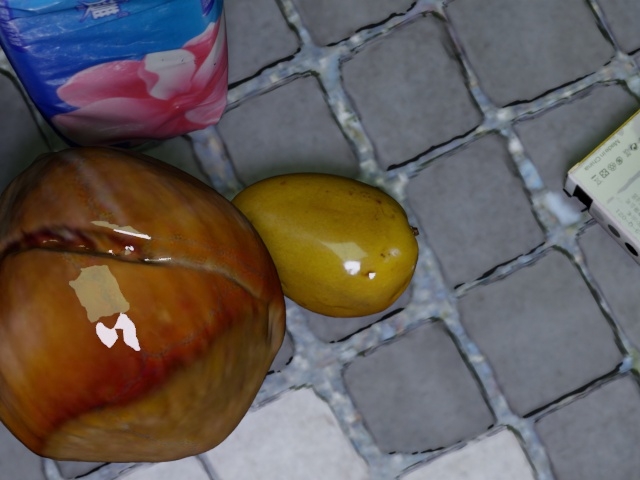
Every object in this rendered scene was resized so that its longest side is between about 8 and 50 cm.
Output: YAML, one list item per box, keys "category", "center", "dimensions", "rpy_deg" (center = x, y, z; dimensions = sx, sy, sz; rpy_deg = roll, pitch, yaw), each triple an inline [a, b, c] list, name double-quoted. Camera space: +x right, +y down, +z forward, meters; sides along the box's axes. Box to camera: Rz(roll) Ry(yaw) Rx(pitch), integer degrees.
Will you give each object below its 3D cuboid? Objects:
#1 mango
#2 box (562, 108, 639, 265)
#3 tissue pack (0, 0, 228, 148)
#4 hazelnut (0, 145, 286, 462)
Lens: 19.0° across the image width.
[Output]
- category: "mango"
  center: [0.000, 0.000, 1.099]
  dimensions: [0.114, 0.060, 0.080]
  rpy_deg: [9, 72, 7]
- category: "box"
  center: [0.270, 0.011, 1.107]
  dimensions: [0.129, 0.033, 0.247]
  rpy_deg: [-40, 78, -10]
- category: "tissue pack"
  center: [-0.132, -0.185, 1.043]
  dimensions: [0.137, 0.269, 0.209]
  rpy_deg: [-22, 75, -4]
- category: "hazelnut"
  center: [-0.103, 0.032, 1.038]
  dimensions: [0.182, 0.182, 0.182]
  rpy_deg: [0, 75, 1]
